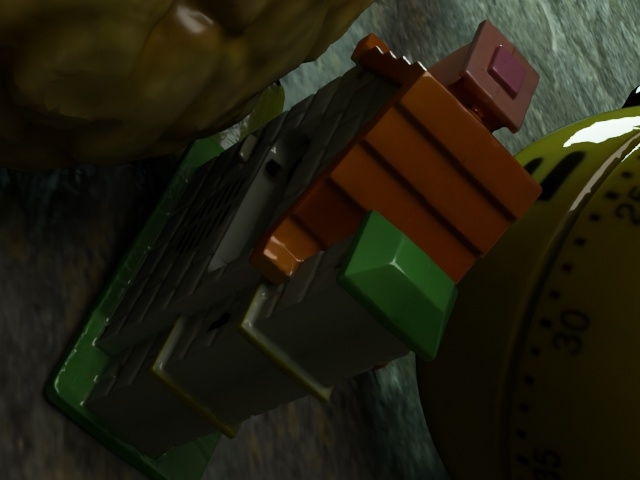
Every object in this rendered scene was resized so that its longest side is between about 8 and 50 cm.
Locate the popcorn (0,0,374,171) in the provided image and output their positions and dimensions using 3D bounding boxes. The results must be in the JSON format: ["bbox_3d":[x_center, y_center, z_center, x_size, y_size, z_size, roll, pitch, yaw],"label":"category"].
[{"bbox_3d":[-0.111,-0.236,0.743,0.344,0.354,0.390,50,30,-7],"label":"popcorn"}]

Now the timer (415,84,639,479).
[{"bbox_3d":[0.205,0.059,0.931,0.376,0.376,0.387,17,4,-43],"label":"timer"}]

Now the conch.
[{"bbox_3d":[-0.075,-0.090,0.921,0.095,0.079,0.200,24,49,-11],"label":"conch"}]

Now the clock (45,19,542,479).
[{"bbox_3d":[0.000,0.000,0.720,0.106,0.255,0.219,43,47,-20],"label":"clock"}]
